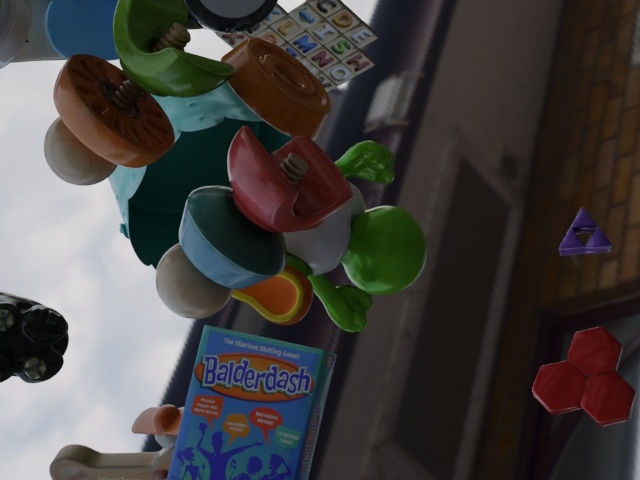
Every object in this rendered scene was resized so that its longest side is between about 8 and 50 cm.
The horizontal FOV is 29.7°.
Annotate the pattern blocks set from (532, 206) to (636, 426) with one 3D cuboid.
[{"bbox_3d":[0.348,0.040,0.948,0.026,0.325,0.285,51,-129,-61],"label":"pattern blocks set"}]

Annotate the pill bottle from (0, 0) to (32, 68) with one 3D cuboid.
[{"bbox_3d":[-0.298,-0.184,0.902,0.152,0.086,0.086,22,-121,-43],"label":"pill bottle"}]

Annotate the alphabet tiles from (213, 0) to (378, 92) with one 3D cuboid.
[{"bbox_3d":[-0.037,-0.312,1.832,0.237,0.198,0.009,37,-136,-32],"label":"alphabet tiles"}]

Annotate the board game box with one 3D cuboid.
[{"bbox_3d":[-0.083,0.217,1.411,0.047,0.160,0.210,32,-111,-67],"label":"board game box"}]

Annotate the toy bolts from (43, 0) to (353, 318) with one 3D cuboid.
[{"bbox_3d":[-0.085,-0.052,0.932,0.218,0.158,0.228,10,-140,-53],"label":"toy bolts"}]

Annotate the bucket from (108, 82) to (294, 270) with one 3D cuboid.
[{"bbox_3d":[-0.157,-0.090,1.645,0.281,0.281,0.183,26,-162,-39],"label":"bucket"}]

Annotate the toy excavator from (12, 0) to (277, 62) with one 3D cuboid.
[{"bbox_3d":[-0.274,-0.249,1.246,0.445,0.222,0.433,-8,-75,-11],"label":"toy excavator"}]

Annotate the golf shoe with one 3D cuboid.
[{"bbox_3d":[-0.399,0.082,1.252,0.273,0.120,0.105,19,-88,-16],"label":"golf shoe"}]

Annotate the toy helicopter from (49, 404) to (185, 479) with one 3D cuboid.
[{"bbox_3d":[-0.221,0.314,1.674,0.140,0.355,0.235,-70,-28,-49],"label":"toy helicopter"}]

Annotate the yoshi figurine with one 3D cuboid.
[{"bbox_3d":[0.027,-0.001,1.389,0.203,0.203,0.362,61,-164,5],"label":"yoshi figurine"}]
